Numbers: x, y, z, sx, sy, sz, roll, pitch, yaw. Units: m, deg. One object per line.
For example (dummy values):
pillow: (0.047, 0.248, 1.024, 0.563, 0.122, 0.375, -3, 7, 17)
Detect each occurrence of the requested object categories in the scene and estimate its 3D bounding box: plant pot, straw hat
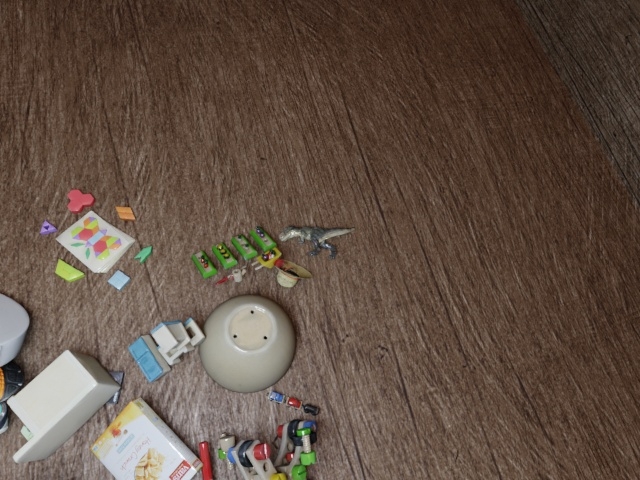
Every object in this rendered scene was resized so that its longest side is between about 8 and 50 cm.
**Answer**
plant pot: (-0.199, 0.267, 1.276, 0.285, 0.191, 0.283, 4, 64, -9)
straw hat: (-0.103, 0.113, 1.435, 0.145, 0.144, 0.061, 24, 101, 0)

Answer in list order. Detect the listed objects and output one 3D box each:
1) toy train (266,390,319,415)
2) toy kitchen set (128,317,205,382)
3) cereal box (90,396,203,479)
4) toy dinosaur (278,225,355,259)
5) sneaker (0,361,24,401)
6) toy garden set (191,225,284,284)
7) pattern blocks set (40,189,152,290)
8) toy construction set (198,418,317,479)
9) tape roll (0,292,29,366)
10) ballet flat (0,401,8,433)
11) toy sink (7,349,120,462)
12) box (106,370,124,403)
toy train: (-0.078, 0.461, 1.294, 0.159, 0.036, 0.027, 20, 63, -2)
toy kitchen set: (-0.433, 0.271, 1.193, 0.207, 0.166, 0.122, -41, 76, 9)
cereal box: (-0.433, 0.539, 1.138, 0.240, 0.047, 0.173, 41, 95, 10)
toy dinosaur: (0.000, 0.000, 1.516, 0.269, 0.064, 0.118, -1, 59, -16)
sneaker: (-0.822, 0.341, 1.125, 0.263, 0.099, 0.121, 24, 73, 48)
toy garden set: (-0.248, 0.046, 1.395, 0.244, 0.049, 0.204, -25, 42, -21)
pattern blocks set: (-0.685, 0.000, 1.394, 0.325, 0.026, 0.285, 24, 63, 0)
toy construction set: (-0.135, 0.599, 1.137, 0.309, 0.257, 0.237, -11, 79, 6)
tape roll: (-0.911, 0.197, 1.075, 0.392, 0.392, 0.071, 21, 98, -1)
ballet flat: (-0.803, 0.448, 1.099, 0.203, 0.074, 0.074, -33, 73, 11)
toy sink: (-0.652, 0.403, 1.130, 0.131, 0.152, 0.234, 40, 74, 13)
box: (-0.573, 0.396, 1.234, 0.067, 0.018, 0.083, 7, 64, -7)
